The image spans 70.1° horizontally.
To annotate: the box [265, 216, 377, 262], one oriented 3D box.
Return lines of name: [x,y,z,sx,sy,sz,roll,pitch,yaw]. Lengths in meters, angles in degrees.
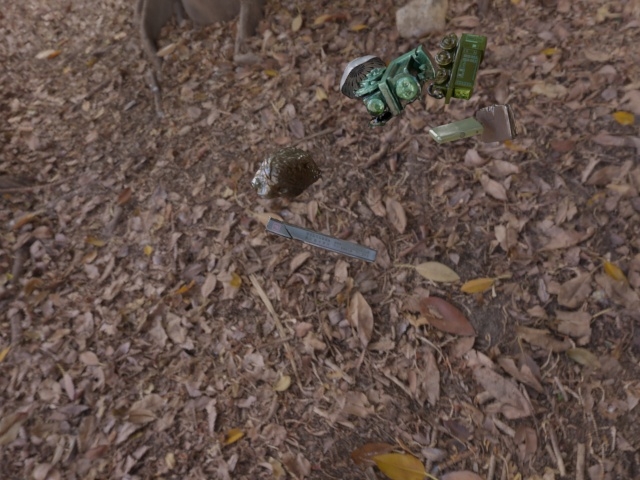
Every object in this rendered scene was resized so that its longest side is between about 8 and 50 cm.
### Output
box: [0.000,0.000,1.380,0.325,0.180,0.047,16,89,-3]

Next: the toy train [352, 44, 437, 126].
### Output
toy train: [0.114,-0.233,0.686,0.111,0.071,0.170,-22,23,27]

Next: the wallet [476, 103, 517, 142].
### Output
wallet: [0.544,-0.363,1.410,0.039,0.118,0.153,-20,15,-11]

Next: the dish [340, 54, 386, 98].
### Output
dish: [0.141,-0.605,1.648,0.191,0.190,0.066,-31,71,-1]

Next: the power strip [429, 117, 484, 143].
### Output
power strip: [0.425,-0.339,1.407,0.169,0.028,0.076,-15,40,-7]

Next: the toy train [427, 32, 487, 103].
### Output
toy train: [0.395,-0.498,1.320,0.137,0.090,0.225,14,72,10]

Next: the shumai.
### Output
shumai: [-0.142,-0.246,1.630,0.185,0.183,0.218,15,41,41]
